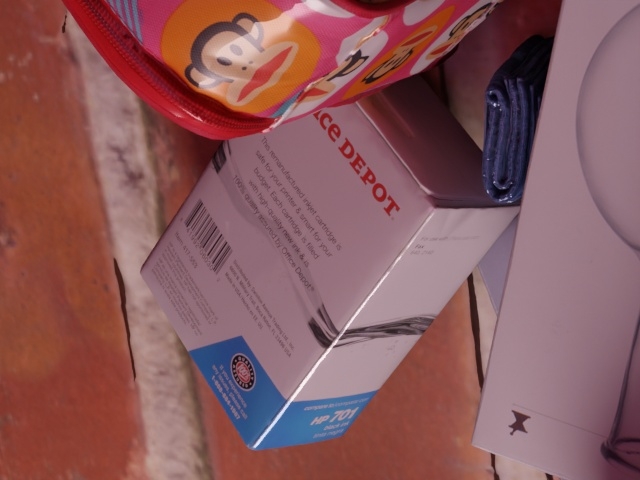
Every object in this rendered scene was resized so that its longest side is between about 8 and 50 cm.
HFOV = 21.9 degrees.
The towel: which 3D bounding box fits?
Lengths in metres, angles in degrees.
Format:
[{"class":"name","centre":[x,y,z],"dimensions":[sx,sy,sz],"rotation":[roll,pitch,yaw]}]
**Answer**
[{"class":"towel","centre":[0.107,-0.064,0.833],"dimensions":[0.029,0.119,0.067],"rotation":[7,111,15]}]

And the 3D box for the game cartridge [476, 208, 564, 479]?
[{"class":"game cartridge","centre":[0.235,0.024,0.837],"dimensions":[0.297,0.062,0.198],"rotation":[-16,96,31]}]

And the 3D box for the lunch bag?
[{"class":"lunch bag","centre":[-0.033,-0.189,0.757],"dimensions":[0.120,0.293,0.258],"rotation":[-40,84,31]}]

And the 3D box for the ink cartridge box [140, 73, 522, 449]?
[{"class":"ink cartridge box","centre":[0.000,0.000,0.905],"dimensions":[0.190,0.082,0.139],"rotation":[-53,56,29]}]

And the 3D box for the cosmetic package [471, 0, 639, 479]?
[{"class":"cosmetic package","centre":[0.276,0.017,0.730],"dimensions":[0.377,0.097,0.284],"rotation":[18,118,21]}]
